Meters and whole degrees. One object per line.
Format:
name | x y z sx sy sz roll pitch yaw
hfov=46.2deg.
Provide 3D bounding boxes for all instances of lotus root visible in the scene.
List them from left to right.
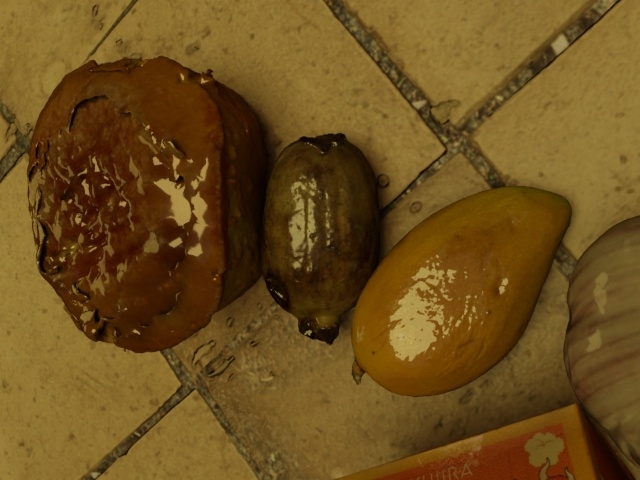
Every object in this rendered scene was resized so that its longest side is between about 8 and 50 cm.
lotus root | 0.000 0.000 0.914 0.145 0.128 0.260 1 97 9

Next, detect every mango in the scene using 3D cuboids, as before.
mango | 0.154 0.060 0.852 0.176 0.119 0.317 43 100 12

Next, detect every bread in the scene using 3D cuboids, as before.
bread | -0.211 -0.046 0.957 0.336 0.204 0.359 6 97 36

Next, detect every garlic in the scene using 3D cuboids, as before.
garlic | 0.369 0.099 0.684 0.317 0.317 0.259 40 145 17

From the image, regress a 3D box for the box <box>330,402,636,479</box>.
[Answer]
box | 0.189 0.339 0.752 0.283 0.259 0.214 -25 38 22
